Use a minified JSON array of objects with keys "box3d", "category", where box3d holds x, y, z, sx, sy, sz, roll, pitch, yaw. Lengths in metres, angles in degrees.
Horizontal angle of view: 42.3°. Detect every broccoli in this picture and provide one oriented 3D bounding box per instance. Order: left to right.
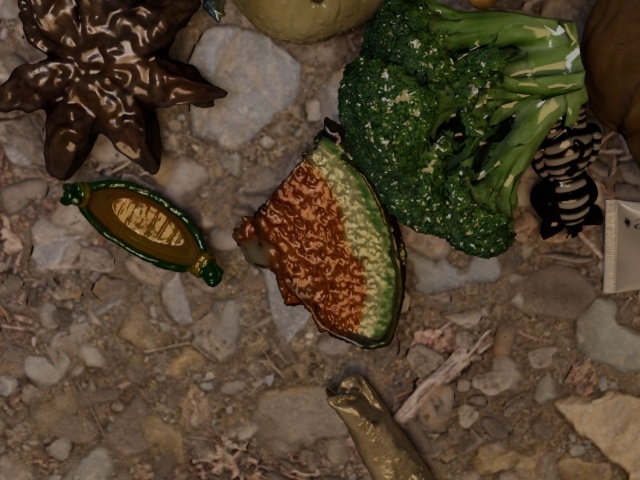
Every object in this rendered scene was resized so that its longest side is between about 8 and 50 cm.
[{"box3d":[0.153,-0.134,0.900,0.275,0.308,0.308,-14,109,22],"category":"broccoli"}]

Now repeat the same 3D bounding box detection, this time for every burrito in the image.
[{"box3d":[0.081,0.283,1.178,0.087,0.060,0.226,-28,107,9],"category":"burrito"}]

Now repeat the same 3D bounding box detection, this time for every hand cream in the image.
[{"box3d":[0.497,0.003,1.080,0.248,0.083,0.133,-4,107,12],"category":"hand cream"}]

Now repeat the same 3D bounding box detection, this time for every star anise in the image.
[{"box3d":[-0.276,-0.220,0.989,0.315,0.108,0.315,-2,115,-4],"category":"star anise"}]

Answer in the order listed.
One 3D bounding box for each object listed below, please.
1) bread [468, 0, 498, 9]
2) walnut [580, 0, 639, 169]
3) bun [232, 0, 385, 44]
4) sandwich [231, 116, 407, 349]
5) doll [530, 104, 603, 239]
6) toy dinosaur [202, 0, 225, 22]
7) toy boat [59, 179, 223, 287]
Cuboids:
[{"box3d":[0.144,-0.388,0.804,0.173,0.121,0.311,-28,102,-27],"category":"bread"},{"box3d":[0.468,-0.211,0.896,0.344,0.306,0.306,-37,104,19],"category":"walnut"},{"box3d":[-0.007,-0.344,0.925,0.259,0.152,0.259,0,106,0],"category":"bun"},{"box3d":[0.013,0.005,1.067,0.212,0.109,0.292,-29,101,19],"category":"sandwich"},{"box3d":[0.305,-0.084,1.033,0.091,0.067,0.219,-19,133,1],"category":"doll"},{"box3d":[-0.017,-0.384,0.805,0.147,0.076,0.363,13,95,14],"category":"toy dinosaur"},{"box3d":[-0.223,-0.016,1.067,0.229,0.088,0.089,29,105,-8],"category":"toy boat"}]
